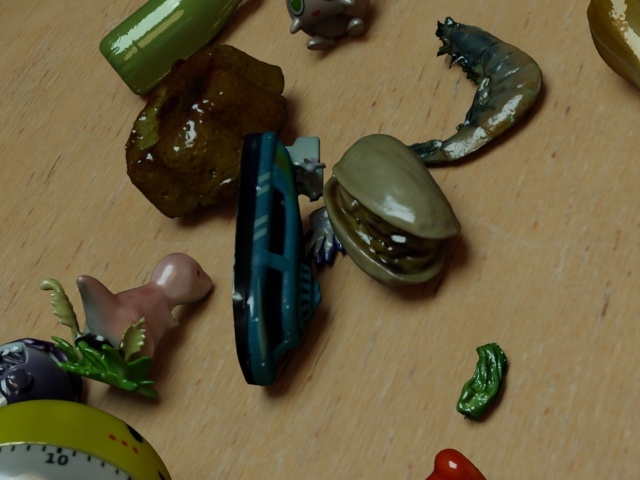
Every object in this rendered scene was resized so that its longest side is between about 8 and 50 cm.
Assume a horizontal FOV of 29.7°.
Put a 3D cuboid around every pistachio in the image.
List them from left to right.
[{"bbox_3d":[0.078,-0.032,1.306,0.131,0.129,0.206,0,33,-24],"label":"pistachio"}]

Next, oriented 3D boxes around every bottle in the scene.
[{"bbox_3d":[-0.219,-0.346,1.905,0.260,0.112,0.112,-39,35,0],"label":"bottle"}]

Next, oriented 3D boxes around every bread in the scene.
[{"bbox_3d":[-0.159,-0.139,1.608,0.232,0.135,0.246,-31,36,34],"label":"bread"}]

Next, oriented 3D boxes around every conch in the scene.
[{"bbox_3d":[0.352,-0.187,1.263,0.109,0.093,0.330,-14,60,5],"label":"conch"}]

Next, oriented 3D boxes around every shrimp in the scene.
[{"bbox_3d":[0.147,-0.180,1.455,0.198,0.051,0.262,-38,39,2],"label":"shrimp"}]

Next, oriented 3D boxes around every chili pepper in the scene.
[{"bbox_3d":[0.152,0.130,1.130,0.034,0.030,0.091,-35,24,52],"label":"chili pepper"}]

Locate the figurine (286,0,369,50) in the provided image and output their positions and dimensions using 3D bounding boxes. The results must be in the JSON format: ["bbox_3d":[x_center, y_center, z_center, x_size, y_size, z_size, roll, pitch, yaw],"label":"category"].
[{"bbox_3d":[0.007,-0.344,1.692,0.125,0.138,0.125,-15,-4,-1],"label":"figurine"}]

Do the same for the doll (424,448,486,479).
[{"bbox_3d":[0.026,0.315,0.973,0.336,0.105,0.200,-44,36,-8],"label":"doll"}]

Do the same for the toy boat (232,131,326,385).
[{"bbox_3d":[-0.037,0.017,1.330,0.092,0.134,0.299,-4,56,6],"label":"toy boat"}]

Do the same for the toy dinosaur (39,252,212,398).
[{"bbox_3d":[-0.211,0.085,1.399,0.152,0.194,0.177,3,74,54],"label":"toy dinosaur"}]

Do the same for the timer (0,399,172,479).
[{"bbox_3d":[-0.261,0.260,1.170,0.285,0.285,0.285,-24,38,20],"label":"timer"}]

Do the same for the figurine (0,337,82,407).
[{"bbox_3d":[-0.338,0.192,1.416,0.145,0.145,0.222,-41,47,-3],"label":"figurine"}]

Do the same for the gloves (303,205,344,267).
[{"bbox_3d":[0.000,0.000,1.409,0.064,0.026,0.086,-24,44,21],"label":"gloves"}]
